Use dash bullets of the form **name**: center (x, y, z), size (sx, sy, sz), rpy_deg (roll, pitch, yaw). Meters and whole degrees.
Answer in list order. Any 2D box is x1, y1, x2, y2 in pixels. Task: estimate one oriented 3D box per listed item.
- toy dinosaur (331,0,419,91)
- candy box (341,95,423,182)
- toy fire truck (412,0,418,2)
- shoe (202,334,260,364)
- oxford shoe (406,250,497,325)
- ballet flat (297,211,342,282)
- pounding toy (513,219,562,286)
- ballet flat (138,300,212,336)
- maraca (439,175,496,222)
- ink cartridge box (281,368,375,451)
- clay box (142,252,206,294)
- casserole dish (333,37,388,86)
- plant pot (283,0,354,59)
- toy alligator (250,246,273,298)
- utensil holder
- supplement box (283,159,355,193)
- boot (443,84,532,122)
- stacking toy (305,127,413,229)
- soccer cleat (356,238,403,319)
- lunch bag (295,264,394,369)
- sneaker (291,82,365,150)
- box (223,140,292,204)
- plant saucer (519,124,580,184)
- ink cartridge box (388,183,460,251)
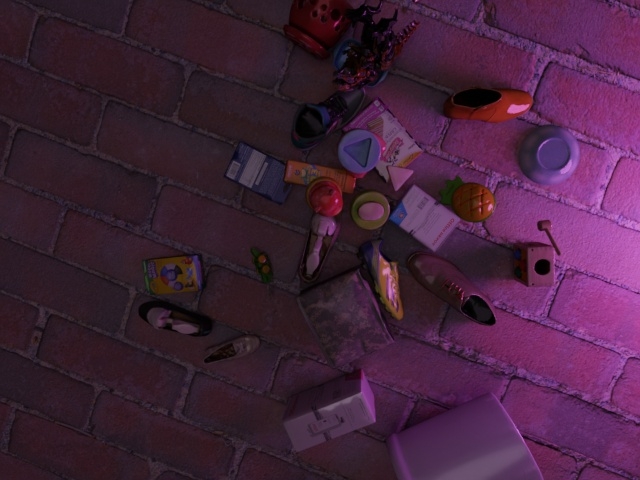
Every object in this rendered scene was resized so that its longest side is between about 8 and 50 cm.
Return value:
- **toy dinosaur**: center (0.162, -0.590, 1.389), size (0.164, 0.219, 0.322), rpy_deg (24, 65, 25)
- **candy box**: center (0.200, -0.326, 1.489), size (0.159, 0.071, 0.233), rpy_deg (-41, 93, 8)
- **toy fire truck**: center (0.215, -0.858, 1.408), size (0.216, 0.158, 0.247), rpy_deg (-32, 83, 7)
- **shoe**: center (-0.316, 0.393, 1.612), size (0.218, 0.058, 0.077), rpy_deg (-19, 95, 6)
- **oxford shoe**: center (0.439, 0.154, 1.492), size (0.348, 0.130, 0.123), rpy_deg (34, 97, 0)
- **ballet flat**: center (0.000, 0.000, 1.522), size (0.107, 0.106, 0.317), rpy_deg (14, 97, 3)
- **pounding toy**: center (0.677, 0.039, 1.437), size (0.094, 0.181, 0.206), rpy_deg (-3, 96, 5)
- **ballet flat**: center (-0.520, 0.276, 1.596), size (0.280, 0.096, 0.096), rpy_deg (11, 97, 3)
- **maraca**: center (0.477, -0.134, 1.480), size (0.185, 0.099, 0.127), rpy_deg (35, 95, 26)
- **ink cartridge box**: center (0.033, 0.564, 1.529), size (0.282, 0.207, 0.117), rpy_deg (-24, 92, 7)
- **clay box**: center (-0.524, 0.121, 1.601), size (0.221, 0.053, 0.128), rpy_deg (-7, 95, 4)
- **casserole dish**: center (0.131, -0.577, 1.485), size (0.188, 0.037, 0.114), rpy_deg (28, 98, 2)
- **plant pot**: center (-0.013, -0.678, 1.410), size (0.191, 0.191, 0.174), rpy_deg (34, 102, 0)
- **toy alligator**: center (-0.188, 0.105, 1.578), size (0.051, 0.056, 0.190), rpy_deg (-24, 95, -34)
- **utensil holder**: center (0.454, 0.710, 1.461), size (0.385, 0.327, 0.328), rpy_deg (-28, 93, 4)
- **supplement box**: center (-0.003, -0.209, 1.497), size (0.233, 0.080, 0.078), rpy_deg (9, 98, -5)
- **boot**: center (0.527, -0.419, 1.384), size (0.294, 0.211, 0.104), rpy_deg (-5, 96, 5)
- **stacking toy**: center (0.128, -0.172, 1.403), size (0.279, 0.130, 0.309), rpy_deg (29, 102, -9)
- **soccer cleat**: center (0.226, 0.130, 1.527), size (0.121, 0.093, 0.289), rpy_deg (-27, 94, 0)
- **lunch bag**: center (0.086, 0.259, 1.513), size (0.235, 0.169, 0.287), rpy_deg (-25, 89, 6)
- **sneaker**: center (0.019, -0.405, 1.440), size (0.295, 0.178, 0.124), rpy_deg (-41, 92, 7)
- **box**: center (-0.200, -0.227, 1.547), size (0.225, 0.036, 0.137), rpy_deg (27, 98, 0)
- **plant saucer**: center (0.748, -0.277, 1.471), size (0.194, 0.037, 0.195), rpy_deg (0, 96, 4)
- **ink cartridge box**: center (0.337, -0.074, 1.500), size (0.190, 0.082, 0.140), rpy_deg (36, 98, -2)
